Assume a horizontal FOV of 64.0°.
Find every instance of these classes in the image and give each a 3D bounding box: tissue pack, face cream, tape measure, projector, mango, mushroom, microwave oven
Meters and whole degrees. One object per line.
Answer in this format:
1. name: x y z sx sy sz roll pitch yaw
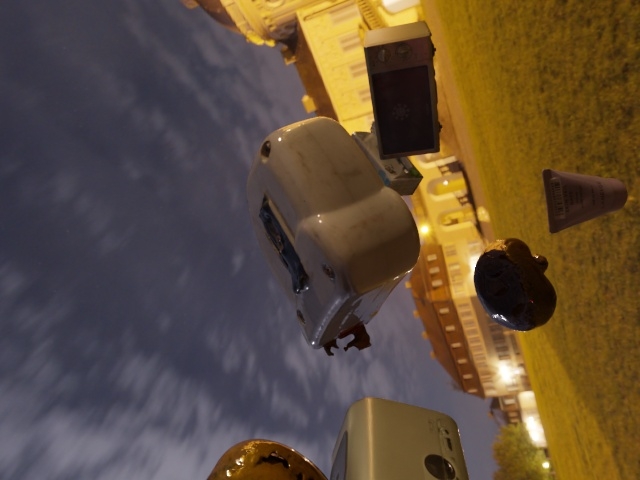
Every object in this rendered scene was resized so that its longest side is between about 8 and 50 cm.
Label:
1. tissue pack: 0.209 -0.262 1.634 0.159 0.145 0.229 -9 -126 -39
2. face cream: 0.641 -0.106 1.266 0.274 0.096 0.153 -8 -87 -31
3. tape measure: 0.000 0.000 0.651 0.265 0.130 0.258 57 158 19
4. projector: 0.152 0.502 1.023 0.249 0.249 0.248 -79 4 -67
5. mango: -0.056 0.303 0.521 0.136 0.167 0.235 -114 14 -59
6. mushroom: 0.446 0.107 1.220 0.138 0.194 0.231 11 -141 -37
7. microwave oven: 0.179 -0.323 1.098 0.193 0.146 0.240 -75 -24 -56
